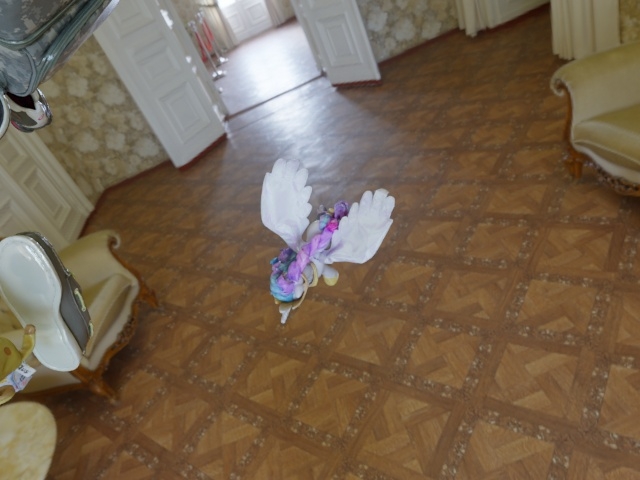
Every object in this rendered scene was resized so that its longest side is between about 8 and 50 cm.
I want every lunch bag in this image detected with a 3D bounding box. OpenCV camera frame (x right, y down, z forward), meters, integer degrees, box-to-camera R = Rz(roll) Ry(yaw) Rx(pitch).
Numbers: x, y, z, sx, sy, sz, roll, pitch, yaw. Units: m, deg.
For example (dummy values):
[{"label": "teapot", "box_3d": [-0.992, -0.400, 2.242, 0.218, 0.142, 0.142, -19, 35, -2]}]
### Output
[{"label": "lunch bag", "box_3d": [-0.450, -0.406, 0.731, 0.304, 0.213, 0.256, -67, 9, -25]}, {"label": "lunch bag", "box_3d": [-0.718, 0.319, 1.075, 0.053, 0.071, 0.083, 36, 47, 26]}]

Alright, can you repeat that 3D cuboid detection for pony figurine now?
[{"label": "pony figurine", "box_3d": [0.000, 0.000, 1.136, 0.303, 0.350, 0.363, 21, 13, 10]}]

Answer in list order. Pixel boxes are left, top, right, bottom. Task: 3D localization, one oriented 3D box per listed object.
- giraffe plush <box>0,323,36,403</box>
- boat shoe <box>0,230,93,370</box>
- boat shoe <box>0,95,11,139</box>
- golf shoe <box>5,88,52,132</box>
[{"label": "giraffe plush", "box_3d": [-0.521, 0.202, 0.664, 0.181, 0.210, 0.170, -55, 33, 6]}, {"label": "boat shoe", "box_3d": [-0.498, 0.105, 0.858, 0.109, 0.304, 0.091, 2, 33, 2]}, {"label": "boat shoe", "box_3d": [-0.735, -0.227, 0.654, 0.156, 0.501, 0.186, 8, 89, 55]}, {"label": "golf shoe", "box_3d": [-0.641, -0.346, 0.920, 0.105, 0.272, 0.120, -47, 23, -23]}]
